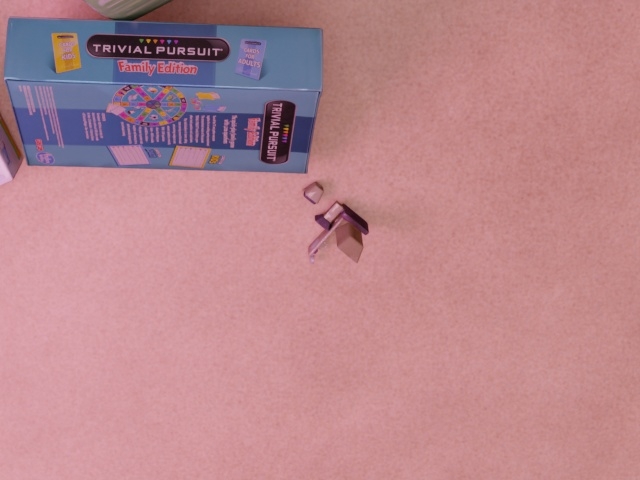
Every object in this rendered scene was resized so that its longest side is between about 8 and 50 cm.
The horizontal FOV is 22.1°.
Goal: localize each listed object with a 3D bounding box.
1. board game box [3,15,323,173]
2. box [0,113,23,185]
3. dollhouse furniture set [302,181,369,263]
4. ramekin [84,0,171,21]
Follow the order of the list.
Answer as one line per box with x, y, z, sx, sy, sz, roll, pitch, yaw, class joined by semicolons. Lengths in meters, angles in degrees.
-0.173;-0.159;1.845;0.336;0.254;0.079;1;72;-4;board game box
-0.445;-0.149;1.906;0.114;0.103;0.203;-24;107;4;box
0.000;0.000;1.974;0.091;0.114;0.081;39;106;-16;dollhouse furniture set
-0.223;-0.383;1.753;0.148;0.303;0.303;-30;106;14;ramekin
